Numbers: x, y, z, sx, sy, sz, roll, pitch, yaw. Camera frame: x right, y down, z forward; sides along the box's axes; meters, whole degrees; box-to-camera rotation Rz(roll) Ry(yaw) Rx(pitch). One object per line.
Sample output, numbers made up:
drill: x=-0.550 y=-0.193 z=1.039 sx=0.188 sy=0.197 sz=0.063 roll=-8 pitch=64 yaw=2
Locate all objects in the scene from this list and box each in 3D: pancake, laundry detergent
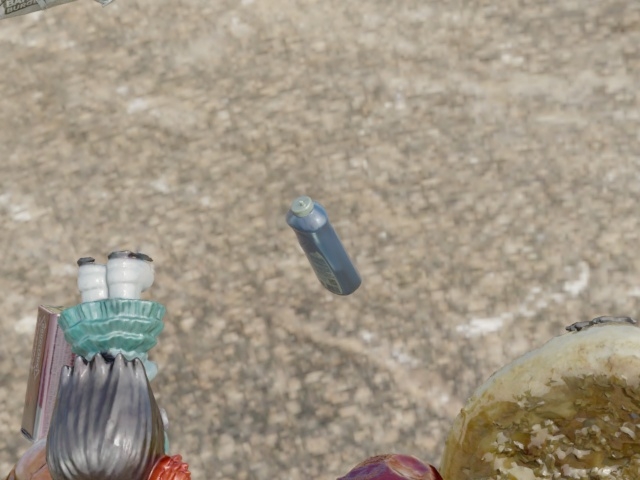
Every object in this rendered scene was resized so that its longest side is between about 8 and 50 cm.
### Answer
pancake: x=0.297 y=0.255 z=1.172 sx=0.382 sy=0.382 sz=0.071 roll=1 pitch=19 yaw=18
laundry detergent: x=-0.001 y=0.001 z=1.922 sx=0.061 sy=0.206 sz=0.096 roll=-36 pitch=45 yaw=-8

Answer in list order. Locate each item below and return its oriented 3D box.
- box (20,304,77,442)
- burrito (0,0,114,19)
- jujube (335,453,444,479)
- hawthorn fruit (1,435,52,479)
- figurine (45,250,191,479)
box: x=-0.459 y=0.228 z=2.070 sx=0.069 sy=0.224 sz=0.120 roll=9 pitch=3 yaw=-26
burrito: x=-0.263 y=-0.238 z=1.111 sx=0.064 sy=0.064 sz=0.203 roll=23 pitch=28 yaw=38
jujube: x=0.031 y=0.287 z=1.041 sx=0.230 sy=0.155 sz=0.155 roll=-41 pitch=35 yaw=12
hawthorn fruit: x=-0.285 y=0.360 z=1.390 sx=0.235 sy=0.263 sz=0.231 roll=-32 pitch=-4 yaw=-14
figurine: x=-0.193 y=0.134 z=1.160 sx=0.138 sy=0.110 sz=0.246 roll=-9 pitch=72 yaw=22
